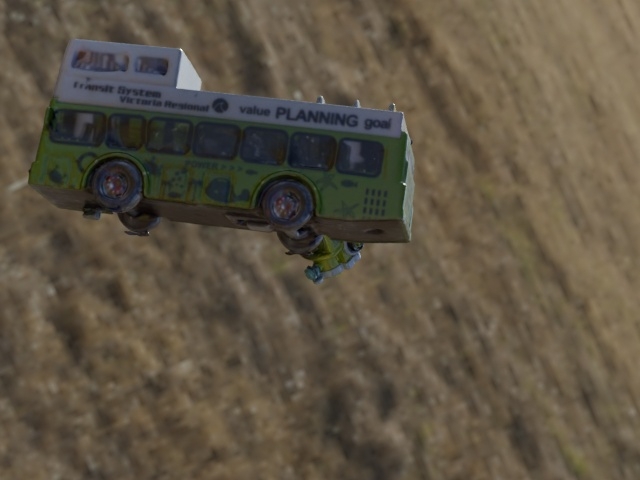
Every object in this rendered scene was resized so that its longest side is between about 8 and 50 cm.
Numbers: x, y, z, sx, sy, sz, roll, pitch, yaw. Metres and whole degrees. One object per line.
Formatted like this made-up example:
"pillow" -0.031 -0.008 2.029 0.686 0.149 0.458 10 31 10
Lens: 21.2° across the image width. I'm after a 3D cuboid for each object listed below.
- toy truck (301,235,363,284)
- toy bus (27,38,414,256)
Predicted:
"toy truck" 0.000 0.000 2.029 0.077 0.076 0.111 -48 129 -35
"toy bus" -0.073 -0.071 1.372 0.113 0.301 0.139 60 38 -77
